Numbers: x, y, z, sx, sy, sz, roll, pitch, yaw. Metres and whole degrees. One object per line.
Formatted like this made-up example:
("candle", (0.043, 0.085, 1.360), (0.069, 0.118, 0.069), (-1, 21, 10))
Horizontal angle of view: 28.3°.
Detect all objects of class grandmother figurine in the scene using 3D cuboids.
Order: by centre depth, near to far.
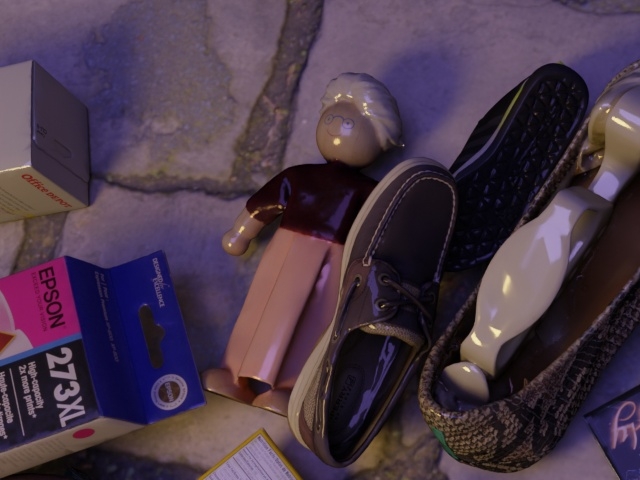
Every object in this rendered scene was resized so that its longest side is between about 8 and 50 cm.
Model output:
("grandmother figurine", (0.000, 0.000, 1.226), (0.208, 0.104, 0.342), (16, 80, 14))

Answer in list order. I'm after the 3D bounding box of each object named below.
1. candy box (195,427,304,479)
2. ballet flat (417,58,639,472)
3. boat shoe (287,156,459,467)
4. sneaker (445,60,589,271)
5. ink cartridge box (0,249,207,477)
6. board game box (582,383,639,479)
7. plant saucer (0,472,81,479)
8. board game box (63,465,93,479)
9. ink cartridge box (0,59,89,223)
("candy box", (-0.031, 0.282, 1.149), (0.105, 0.027, 0.206), (-37, 75, -11))
("ballet flat", (0.245, -0.016, 1.097), (0.164, 0.182, 0.483), (32, 85, 32))
("boat shoe", (0.058, 0.068, 1.113), (0.285, 0.103, 0.092), (-65, 25, 7))
("sneaker", (0.171, -0.068, 1.203), (0.084, 0.097, 0.235), (40, 91, -11))
("ink cartridge box", (-0.307, 0.132, 1.195), (0.371, 0.069, 0.176), (-19, 62, -1))
("board game box", (0.370, 0.163, 1.072), (0.243, 0.042, 0.165), (-31, 65, 7))
("plant saucer", (-0.279, 0.354, 1.122), (0.310, 0.050, 0.311), (-3, 66, 7))
("board game box", (-0.213, 0.314, 1.209), (0.186, 0.026, 0.126), (29, 83, 37))
("ink cartridge box", (-0.353, -0.097, 1.360), (0.176, 0.128, 0.127), (-9, 69, 15))
